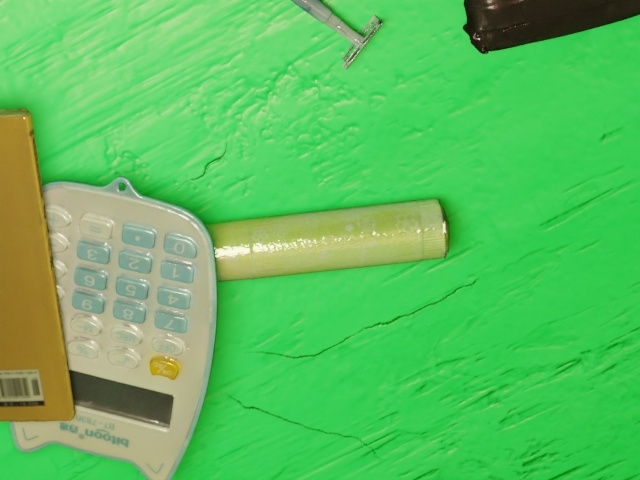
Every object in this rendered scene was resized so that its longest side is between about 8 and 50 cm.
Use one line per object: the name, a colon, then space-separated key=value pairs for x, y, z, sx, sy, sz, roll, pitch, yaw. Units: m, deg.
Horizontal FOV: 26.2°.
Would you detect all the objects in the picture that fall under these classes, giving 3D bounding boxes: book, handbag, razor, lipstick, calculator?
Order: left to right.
book: x=-0.430 y=0.036 z=1.558 sx=0.269 sy=0.032 sz=0.389 roll=1 pitch=115 yaw=7
calculator: x=-0.245 y=0.099 z=1.599 sx=0.256 sy=0.054 sz=0.386 roll=13 pitch=118 yaw=6
razor: x=-0.003 y=-0.256 z=1.524 sx=0.135 sy=0.040 sz=0.068 roll=36 pitch=104 yaw=-11
lipstick: x=0.000 y=0.000 z=1.608 sx=0.304 sy=0.076 sz=0.076 roll=-5 pitch=113 yaw=-3
handbag: x=0.266 y=-0.328 z=1.492 sx=0.247 sy=0.080 sz=0.223 roll=-13 pitch=114 yaw=0
